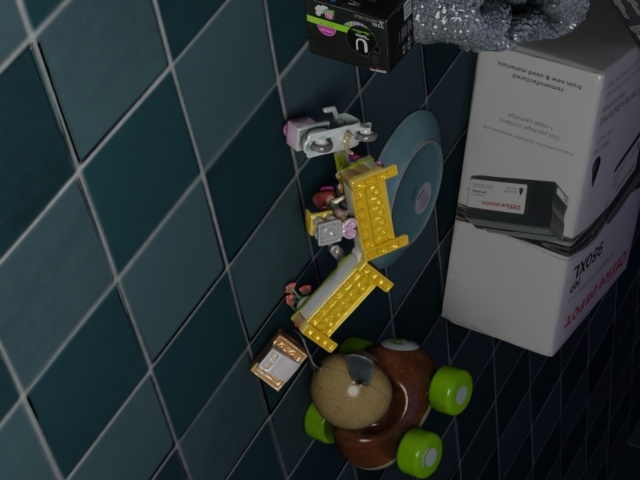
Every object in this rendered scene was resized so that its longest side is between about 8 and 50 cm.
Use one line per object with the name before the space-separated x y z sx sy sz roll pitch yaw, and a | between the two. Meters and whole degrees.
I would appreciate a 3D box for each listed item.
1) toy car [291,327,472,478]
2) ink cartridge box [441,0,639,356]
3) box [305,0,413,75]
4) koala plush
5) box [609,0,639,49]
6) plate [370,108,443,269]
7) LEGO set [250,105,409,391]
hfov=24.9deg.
toy car | 0.044 0.144 1.519 0.149 0.155 0.188 -62 142 -18
ink cartridge box | 0.305 -0.096 1.843 0.285 0.166 0.395 -38 141 -49
box | 0.035 -0.196 1.300 0.052 0.083 0.062 -51 149 -37
koala plush | 0.146 -0.305 1.336 0.203 0.196 0.221 -27 136 -43
box | 0.403 -0.402 1.680 0.395 0.097 0.318 47 55 -38
plate | 0.099 -0.054 1.616 0.188 0.024 0.188 -44 144 -45
LEGO set | 0.000 0.000 1.404 0.132 0.107 0.287 -2 120 -27
